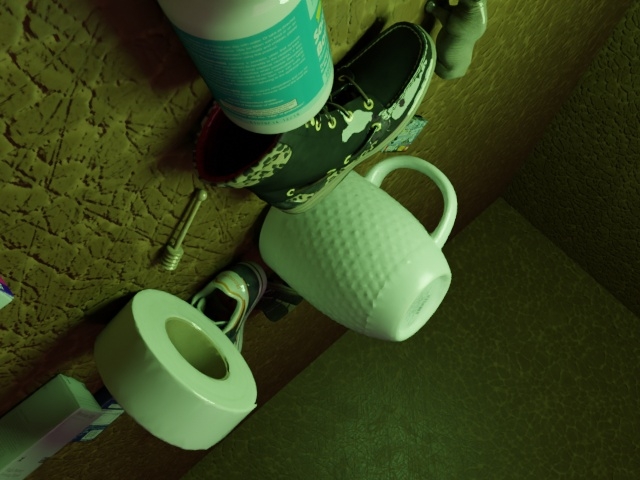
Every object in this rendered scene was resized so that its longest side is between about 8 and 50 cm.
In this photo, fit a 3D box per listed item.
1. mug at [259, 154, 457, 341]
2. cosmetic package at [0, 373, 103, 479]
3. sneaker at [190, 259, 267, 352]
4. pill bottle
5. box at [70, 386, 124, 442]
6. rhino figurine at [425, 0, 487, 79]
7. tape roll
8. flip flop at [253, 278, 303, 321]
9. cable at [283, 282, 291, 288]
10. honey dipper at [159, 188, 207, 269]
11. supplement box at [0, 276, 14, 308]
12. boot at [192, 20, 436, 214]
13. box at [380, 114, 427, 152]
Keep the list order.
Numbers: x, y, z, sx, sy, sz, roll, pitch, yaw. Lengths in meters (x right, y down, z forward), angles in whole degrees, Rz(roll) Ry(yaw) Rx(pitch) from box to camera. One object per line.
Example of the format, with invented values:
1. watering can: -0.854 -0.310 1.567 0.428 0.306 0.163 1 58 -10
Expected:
1. mug: 0.112 -0.002 1.084 0.374 0.328 0.276 -53 152 3
2. cosmetic package: -0.525 0.354 0.961 0.231 0.085 0.117 -38 163 -15
3. sneaker: -0.232 0.187 1.167 0.127 0.126 0.321 -25 144 -57
4. pill bottle: -0.071 -0.225 0.522 0.146 0.146 0.264 -42 163 -5
5. box: -0.461 0.359 1.195 0.225 0.036 0.136 -40 163 -8
6. rhino figurine: 0.236 -0.378 0.924 0.073 0.106 0.243 -38 162 -20
7. tape roll: -0.245 0.220 0.938 0.100 0.286 0.286 -45 163 5
8. flip flop: -0.136 0.136 1.360 0.112 0.080 0.277 -42 148 12
9. cable: -0.064 0.142 1.567 0.151 0.047 0.184 -53 160 27
10. honey dipper: -0.220 -0.018 0.872 0.030 0.030 0.161 -16 145 -57
11. supplement box: -0.312 -0.025 0.322 0.114 0.220 0.111 -40 163 -16
12. boot: 0.000 -0.195 0.788 0.377 0.138 0.284 -43 164 16
13. box: 0.190 -0.250 1.254 0.137 0.027 0.094 -15 146 -57
